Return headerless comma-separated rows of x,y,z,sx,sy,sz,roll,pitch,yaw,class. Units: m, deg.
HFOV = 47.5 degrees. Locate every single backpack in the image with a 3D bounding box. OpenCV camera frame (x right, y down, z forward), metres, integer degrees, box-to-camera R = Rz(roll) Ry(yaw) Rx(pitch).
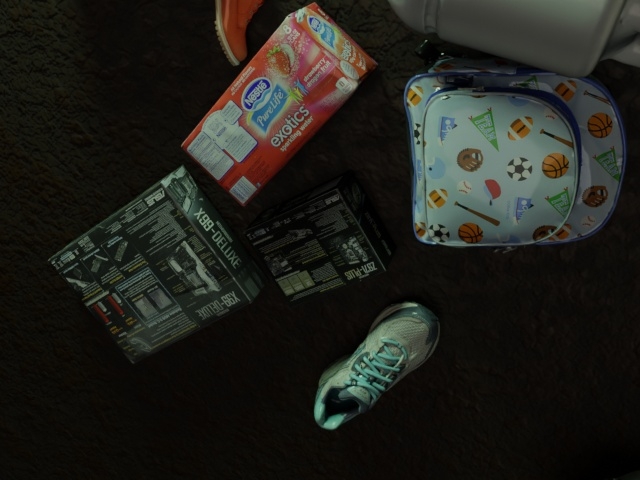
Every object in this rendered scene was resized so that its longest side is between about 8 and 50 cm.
0.241,-0.109,0.911,0.263,0.213,0.277,-2,114,10,backpack

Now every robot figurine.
0.215,-0.300,0.785,0.353,0.300,0.200,20,80,11,robot figurine

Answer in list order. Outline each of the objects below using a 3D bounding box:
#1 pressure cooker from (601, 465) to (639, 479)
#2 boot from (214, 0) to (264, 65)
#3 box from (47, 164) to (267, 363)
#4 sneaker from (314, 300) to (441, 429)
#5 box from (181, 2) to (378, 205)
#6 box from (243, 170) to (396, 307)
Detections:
0.526,0.531,1.043,0.375,0.370,0.420,-16,110,43,pressure cooker
-0.107,-0.318,1.003,0.084,0.059,0.158,-8,128,-2,boot
-0.280,0.051,1.240,0.307,0.076,0.242,-29,104,29,box
0.089,0.215,1.171,0.110,0.122,0.283,38,122,-3,sneaker
-0.058,-0.187,1.013,0.128,0.123,0.257,43,121,-6,box
0.000,0.000,1.116,0.180,0.077,0.147,-24,106,28,box
